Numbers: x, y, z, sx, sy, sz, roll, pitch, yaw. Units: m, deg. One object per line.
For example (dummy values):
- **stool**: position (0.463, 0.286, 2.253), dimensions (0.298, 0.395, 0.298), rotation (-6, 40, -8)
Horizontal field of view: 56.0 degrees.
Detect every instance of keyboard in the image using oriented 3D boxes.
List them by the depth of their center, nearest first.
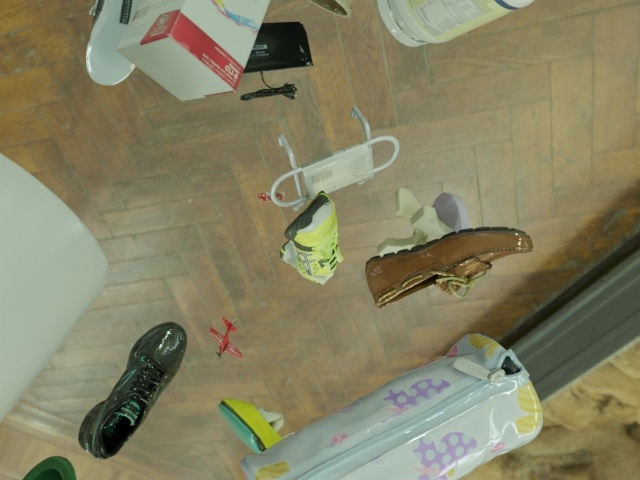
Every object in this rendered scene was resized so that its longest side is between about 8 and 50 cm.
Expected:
- **keyboard**: position (-0.158, -0.447, 1.529), dimensions (0.317, 0.033, 0.202), rotation (-15, 96, -29)

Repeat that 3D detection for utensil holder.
- **utensil holder**: position (-0.487, 0.101, 0.691), dimensions (0.327, 0.386, 0.328), rotation (21, 147, 14)

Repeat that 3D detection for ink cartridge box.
- **ink cartridge box**: position (-0.172, -0.310, 0.844), dimensions (0.128, 0.176, 0.127), rotation (4, 159, 41)

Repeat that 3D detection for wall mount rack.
- **wall mount rack**: position (0.025, -0.178, 1.559), dimensions (0.349, 0.130, 0.304), rotation (-22, 143, -8)

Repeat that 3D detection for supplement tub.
- **supplement tub**: position (0.310, -0.591, 1.360), dimensions (0.235, 0.235, 0.324), rotation (45, 149, -26)

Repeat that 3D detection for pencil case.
- **pencil case**: position (0.065, 0.186, 0.541), dimensions (0.273, 0.114, 0.124), rotation (-24, 166, -16)

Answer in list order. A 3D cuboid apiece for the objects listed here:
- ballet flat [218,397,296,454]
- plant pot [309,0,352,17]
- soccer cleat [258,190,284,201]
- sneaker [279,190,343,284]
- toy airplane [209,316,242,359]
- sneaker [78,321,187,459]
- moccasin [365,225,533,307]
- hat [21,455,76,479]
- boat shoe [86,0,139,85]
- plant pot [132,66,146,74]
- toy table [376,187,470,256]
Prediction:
- **ballet flat**: position (-0.078, 0.325, 0.982), dimensions (0.077, 0.231, 0.077), rotation (-30, 133, -26)
- **plant pot**: position (0.010, -0.791, 1.521), dimensions (0.333, 0.334, 0.306), rotation (28, 102, -15)
- **soccer cleat**: position (-0.147, -0.136, 1.818), dimensions (0.083, 0.036, 0.029), rotation (-2, 119, 20)
- **sneaker**: position (0.000, 0.000, 1.485), dimensions (0.147, 0.145, 0.385), rotation (41, 165, 7)
- **toy airplane**: position (-0.289, 0.295, 1.845), dimensions (0.028, 0.151, 0.151), rotation (-19, 124, 33)
- **sneaker**: position (-0.316, 0.268, 1.065), dimensions (0.101, 0.267, 0.106), rotation (39, 162, -23)
- **moccasin**: position (0.277, 0.065, 1.325), dimensions (0.379, 0.147, 0.139), rotation (-18, 165, 22)
- **hat**: position (-0.351, 0.426, 0.897), dimensions (0.173, 0.209, 0.183), rotation (-25, 134, 25)
- **boat shoe**: position (-0.443, -0.491, 1.307), dimensions (0.113, 0.105, 0.306), rotation (2, 131, -27)
- **plant pot**: position (-0.492, -0.619, 1.636), dimensions (0.262, 0.263, 0.229), rotation (15, 169, -5)
- **toy table**: position (0.271, -0.011, 1.564), dimensions (0.160, 0.274, 0.252), rotation (12, 140, -20)
